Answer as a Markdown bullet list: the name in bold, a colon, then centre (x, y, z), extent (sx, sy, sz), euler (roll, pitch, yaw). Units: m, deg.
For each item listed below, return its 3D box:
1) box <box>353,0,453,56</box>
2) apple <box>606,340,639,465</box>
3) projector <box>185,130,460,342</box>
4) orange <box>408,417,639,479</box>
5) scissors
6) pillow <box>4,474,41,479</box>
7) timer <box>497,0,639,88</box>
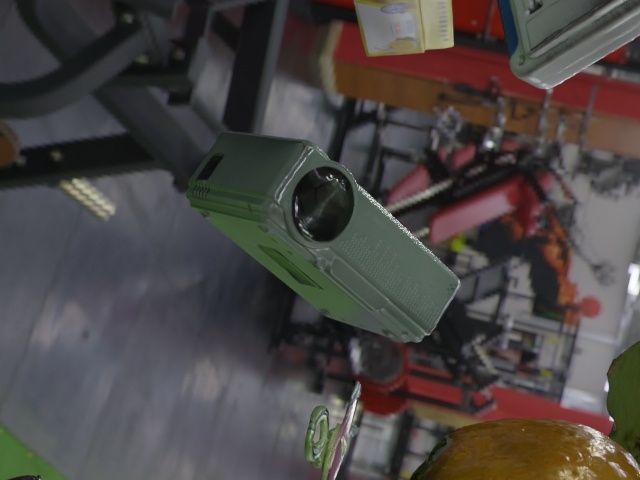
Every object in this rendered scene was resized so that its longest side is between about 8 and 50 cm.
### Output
- **box**: centre (0.080, -0.342, 1.267), extent (0.168, 0.097, 0.265), euler (59, 28, -77)
- **apple**: centre (0.482, 0.286, 1.610), extent (0.251, 0.163, 0.293), euler (-159, -98, -70)
- **projector**: centre (0.000, 0.000, 1.289), extent (0.257, 0.192, 0.099), euler (41, 74, -31)
- **orange**: centre (0.092, 0.153, 0.574), extent (0.156, 0.134, 0.156), euler (-52, -178, 2)
- **scissors**: centre (0.012, 0.193, 1.146), extent (0.187, 0.020, 0.133), euler (-48, 141, -68)
- **pillow**: centre (-0.289, 0.234, 0.980), extent (0.090, 0.150, 0.048), euler (-129, -155, -50)
- **timer**: centre (0.306, -0.299, 1.370), extent (0.253, 0.078, 0.178), euler (-32, -126, 39)
